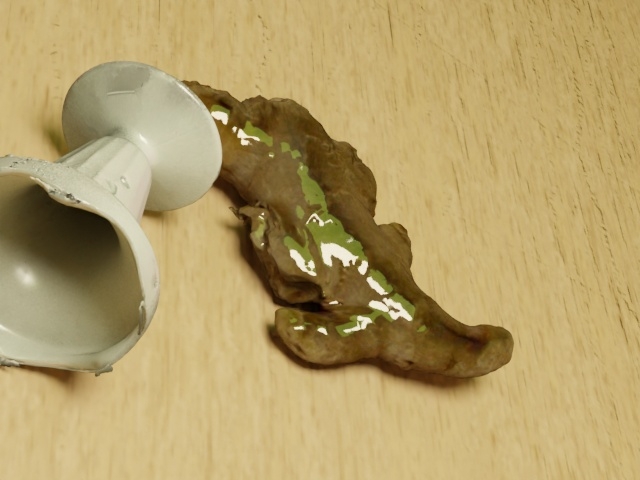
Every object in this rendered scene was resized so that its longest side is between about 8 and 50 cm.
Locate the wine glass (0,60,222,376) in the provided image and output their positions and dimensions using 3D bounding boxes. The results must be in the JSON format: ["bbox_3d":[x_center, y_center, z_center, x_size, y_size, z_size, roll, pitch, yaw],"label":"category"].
[{"bbox_3d":[-0.160,-0.027,0.917,0.165,0.165,0.196,33,40,-7],"label":"wine glass"}]

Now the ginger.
[{"bbox_3d":[-0.001,-0.002,1.064,0.166,0.080,0.333,-31,83,-30],"label":"ginger"}]
